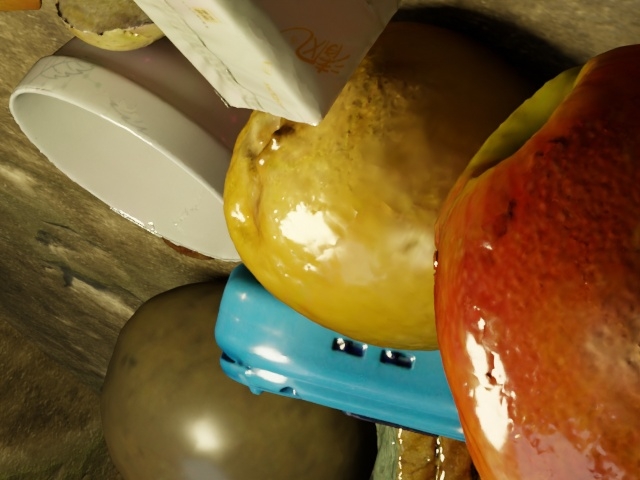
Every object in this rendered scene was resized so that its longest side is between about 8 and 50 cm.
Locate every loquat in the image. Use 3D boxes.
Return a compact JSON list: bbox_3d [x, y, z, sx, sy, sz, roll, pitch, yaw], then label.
[{"bbox_3d":[0.068,-0.034,1.372,0.284,0.276,0.276,39,162,-32],"label":"loquat"}]

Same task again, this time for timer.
[{"bbox_3d":[0.055,0.103,1.608,0.309,0.115,0.340,13,-177,-2],"label":"timer"}]

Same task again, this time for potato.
[{"bbox_3d":[-0.163,-0.208,1.554,0.172,0.101,0.089,20,164,25],"label":"potato"}]

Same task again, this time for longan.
[{"bbox_3d":[-0.110,0.232,2.282,0.404,0.336,0.404,19,-161,-7],"label":"longan"}]

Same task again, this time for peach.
[{"bbox_3d":[0.245,0.058,1.128,0.372,0.373,0.290,36,140,-14],"label":"peach"}]

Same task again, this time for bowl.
[{"bbox_3d":[-0.154,-0.116,1.699,0.287,0.144,0.287,29,162,10],"label":"bowl"}]

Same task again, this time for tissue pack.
[{"bbox_3d":[-0.045,-0.222,1.154,0.124,0.185,0.225,16,156,50],"label":"tissue pack"}]

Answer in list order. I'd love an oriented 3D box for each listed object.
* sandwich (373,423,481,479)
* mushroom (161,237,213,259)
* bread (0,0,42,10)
[{"bbox_3d":[0.128,0.234,1.943,0.131,0.262,0.325,1,-169,-2],"label":"sandwich"},{"bbox_3d":[-0.141,-0.032,2.015,0.127,0.087,0.127,18,139,16],"label":"mushroom"},{"bbox_3d":[-0.336,-0.307,1.479,0.270,0.148,0.270,28,162,10],"label":"bread"}]
